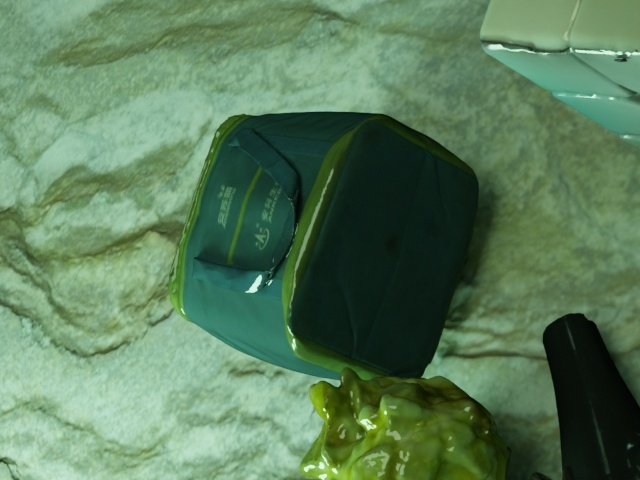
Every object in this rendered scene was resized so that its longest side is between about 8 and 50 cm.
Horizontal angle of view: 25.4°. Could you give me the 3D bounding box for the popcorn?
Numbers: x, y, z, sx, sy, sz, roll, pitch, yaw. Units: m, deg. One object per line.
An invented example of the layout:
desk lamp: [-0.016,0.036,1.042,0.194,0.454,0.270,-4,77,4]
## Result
popcorn: [0.076,0.197,1.264,0.167,0.187,0.185,-40,46,-2]

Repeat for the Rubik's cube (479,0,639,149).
Rubik's cube: [0.348,-0.220,1.082,0.291,0.290,0.291,12,81,48]

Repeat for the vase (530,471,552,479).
vase: [0.176,0.254,1.237,0.100,0.053,0.053,-57,42,6]

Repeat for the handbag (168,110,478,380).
handbag: [0.000,0.000,1.407,0.241,0.222,0.263,8,81,53]

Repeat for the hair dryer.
hair dryer: [0.276,0.106,1.080,0.359,0.120,0.303,111,160,-44]
